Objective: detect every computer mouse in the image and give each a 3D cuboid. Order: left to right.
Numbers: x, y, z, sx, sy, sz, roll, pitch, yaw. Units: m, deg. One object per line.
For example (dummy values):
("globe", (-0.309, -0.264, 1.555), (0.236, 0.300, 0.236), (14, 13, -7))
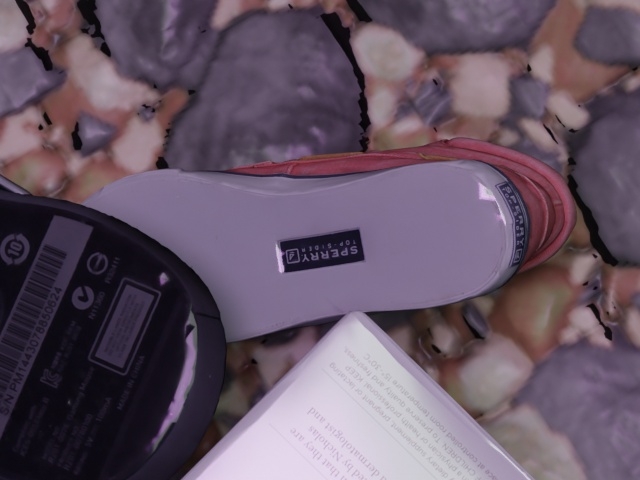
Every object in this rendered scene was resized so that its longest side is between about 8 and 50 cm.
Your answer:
("computer mouse", (-0.133, -0.019, 0.620), (0.262, 0.060, 0.184), (16, 82, 19))

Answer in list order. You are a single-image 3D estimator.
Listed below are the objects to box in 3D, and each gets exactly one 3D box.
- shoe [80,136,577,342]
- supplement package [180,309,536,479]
("shoe", (0.000, 0.000, 0.626), (0.178, 0.081, 0.063), (-5, 93, 27))
("supplement package", (-0.017, 0.127, 0.575), (0.105, 0.105, 0.179), (44, 80, 7))
